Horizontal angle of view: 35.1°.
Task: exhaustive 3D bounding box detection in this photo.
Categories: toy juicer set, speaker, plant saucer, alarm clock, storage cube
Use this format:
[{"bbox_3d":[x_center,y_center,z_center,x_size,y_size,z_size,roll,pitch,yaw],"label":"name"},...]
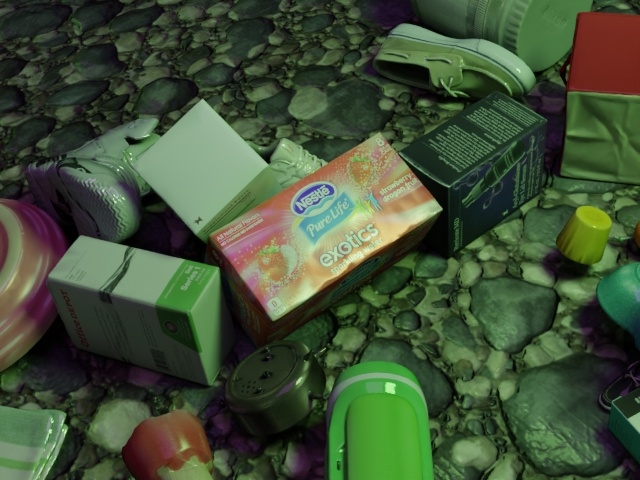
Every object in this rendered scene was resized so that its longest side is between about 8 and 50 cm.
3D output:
[{"bbox_3d":[0.468,0.082,1.350,0.209,0.089,0.329,0,39,-19],"label":"toy juicer set"},{"bbox_3d":[0.069,0.290,1.171,0.131,0.131,0.296,-4,46,4],"label":"speaker"},{"bbox_3d":[-0.529,0.060,1.469,0.332,0.084,0.332,-9,52,12],"label":"plant saucer"},{"bbox_3d":[-0.079,0.193,1.310,0.192,0.064,0.129,-24,29,17],"label":"alarm clock"},{"bbox_3d":[0.472,-0.216,1.558,0.215,0.183,0.193,7,49,14],"label":"storage cube"}]

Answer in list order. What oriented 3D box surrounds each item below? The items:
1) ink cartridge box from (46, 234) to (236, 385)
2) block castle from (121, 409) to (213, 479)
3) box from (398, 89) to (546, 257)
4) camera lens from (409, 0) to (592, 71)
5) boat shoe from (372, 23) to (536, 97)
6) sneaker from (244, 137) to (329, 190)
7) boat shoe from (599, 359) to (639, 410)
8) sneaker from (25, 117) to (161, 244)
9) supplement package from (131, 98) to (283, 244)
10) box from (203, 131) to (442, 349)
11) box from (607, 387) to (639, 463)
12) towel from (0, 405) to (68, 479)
[{"bbox_3d":[-0.241,0.094,1.378,0.219,0.160,0.092,13,49,19],"label":"ink cartridge box"},{"bbox_3d":[-0.289,0.379,1.015,0.453,0.303,0.213,-25,47,-16],"label":"block castle"},{"bbox_3d":[0.225,-0.100,1.504,0.207,0.153,0.108,-35,52,-22],"label":"box"},{"bbox_3d":[0.307,-0.439,1.770,0.219,0.219,0.274,-34,51,-23],"label":"camera lens"},{"bbox_3d":[0.224,-0.288,1.735,0.302,0.109,0.094,24,69,38],"label":"boat shoe"},{"bbox_3d":[-0.033,-0.103,1.568,0.232,0.115,0.090,6,48,14],"label":"sneaker"},{"bbox_3d":[0.411,0.176,1.291,0.125,0.038,0.046,-22,47,-13],"label":"boat shoe"},{"bbox_3d":[-0.301,-0.098,1.524,0.210,0.137,0.366,-30,21,-24],"label":"sneaker"},{"bbox_3d":[-0.144,-0.074,1.427,0.134,0.244,0.139,-44,78,-3],"label":"supplement package"},{"bbox_3d":[0.000,0.000,1.414,0.300,0.142,0.154,-32,75,-21],"label":"box"},{"bbox_3d":[0.453,0.269,1.179,0.100,0.060,0.244,-24,48,-15],"label":"box"},{"bbox_3d":[-0.484,0.338,1.265,0.248,0.038,0.325,5,48,14],"label":"towel"}]
